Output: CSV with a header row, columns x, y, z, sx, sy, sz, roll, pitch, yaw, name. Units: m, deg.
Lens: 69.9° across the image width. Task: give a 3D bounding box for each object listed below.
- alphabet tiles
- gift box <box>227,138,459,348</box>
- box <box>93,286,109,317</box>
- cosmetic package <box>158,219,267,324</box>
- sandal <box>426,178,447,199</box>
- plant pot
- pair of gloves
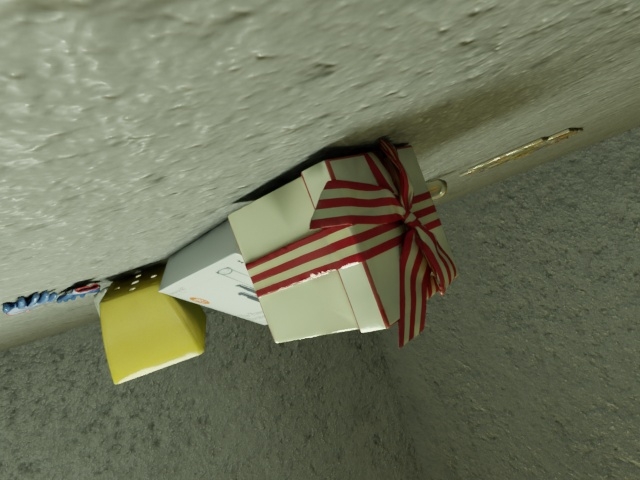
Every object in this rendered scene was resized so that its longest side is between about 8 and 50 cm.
x,y,z,sx,sy,sz,roll,pitch,yaw,name
0.624,-0.273,1.440,0.343,0.011,0.285,-22,175,42,alphabet tiles
0.040,0.016,0.681,0.258,0.255,0.276,-21,-175,41,gift box
-0.506,0.176,1.327,0.232,0.126,0.149,-17,177,-40,box
-0.133,0.079,0.962,0.285,0.097,0.377,26,150,-29,cosmetic package
0.295,-0.135,1.366,0.049,0.072,0.180,3,162,-38,sandal
-0.413,0.181,1.112,0.212,0.187,0.212,-19,-162,-7,plant pot
-0.567,0.121,0.979,0.198,0.023,0.159,-15,177,-43,pair of gloves
